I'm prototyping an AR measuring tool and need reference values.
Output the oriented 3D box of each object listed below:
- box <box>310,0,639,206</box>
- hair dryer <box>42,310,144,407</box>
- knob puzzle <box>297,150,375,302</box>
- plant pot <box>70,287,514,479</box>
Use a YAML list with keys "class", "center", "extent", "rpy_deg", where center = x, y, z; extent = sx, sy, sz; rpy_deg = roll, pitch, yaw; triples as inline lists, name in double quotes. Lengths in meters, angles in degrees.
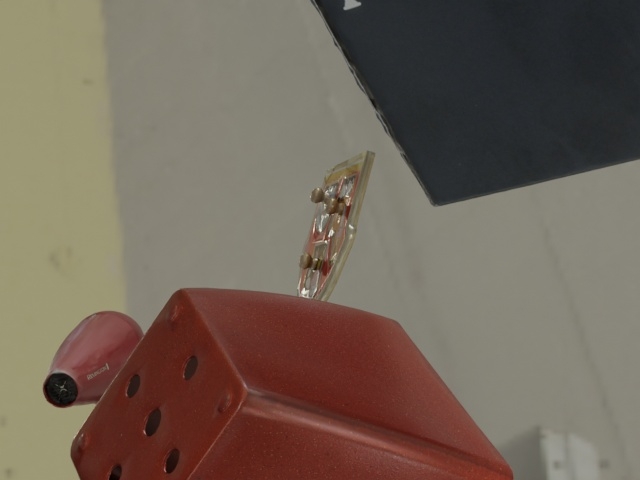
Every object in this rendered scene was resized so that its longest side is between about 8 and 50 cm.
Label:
- class: "box"
  center: [0.317, -0.320, 1.735]
  extent: [0.480, 0.472, 0.297]
  rpy_deg: [-13, -62, 36]
- class: "hair dryer"
  center: [-0.186, 0.174, 1.766]
  extent: [0.080, 0.293, 0.223]
  rpy_deg: [-28, -125, 13]
- class: "knob puzzle"
  center: [0.000, 0.000, 1.988]
  extent: [0.213, 0.030, 0.213]
  rpy_deg: [-163, -90, -76]
- class: "plant pot"
  center: [-0.050, 0.189, 1.476]
  extent: [0.267, 0.236, 0.267]
  rpy_deg: [-55, -147, 12]
